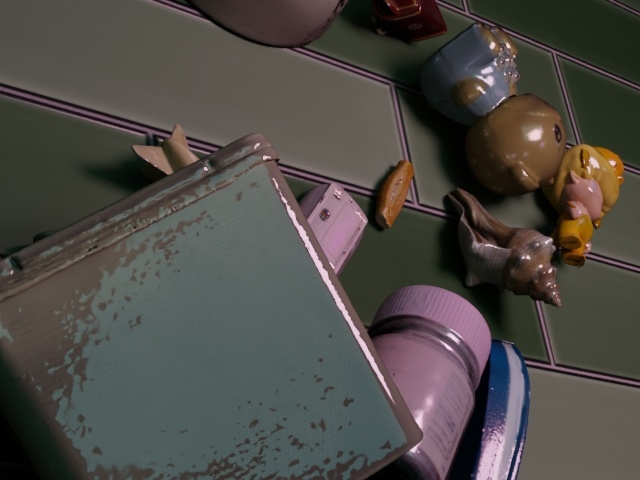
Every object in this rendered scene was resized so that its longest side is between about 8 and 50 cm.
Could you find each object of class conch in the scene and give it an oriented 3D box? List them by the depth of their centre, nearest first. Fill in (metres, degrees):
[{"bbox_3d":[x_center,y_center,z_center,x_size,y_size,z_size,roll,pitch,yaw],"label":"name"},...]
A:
[{"bbox_3d":[0.254,0.025,1.700,0.234,0.114,0.137,26,24,22],"label":"conch"}]

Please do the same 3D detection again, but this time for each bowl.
[{"bbox_3d":[-0.063,-0.470,1.674,0.354,0.185,0.353,23,50,-30],"label":"bowl"}]

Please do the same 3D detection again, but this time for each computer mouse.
[{"bbox_3d":[-0.001,0.001,1.517,0.102,0.045,0.199,46,37,-12],"label":"computer mouse"}]

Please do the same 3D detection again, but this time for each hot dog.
[{"bbox_3d":[0.103,-0.070,1.673,0.044,0.028,0.137,61,37,-32],"label":"hot dog"}]

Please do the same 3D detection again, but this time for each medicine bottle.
[{"bbox_3d":[0.097,0.192,1.391,0.165,0.165,0.273,43,41,-11],"label":"medicine bottle"}]

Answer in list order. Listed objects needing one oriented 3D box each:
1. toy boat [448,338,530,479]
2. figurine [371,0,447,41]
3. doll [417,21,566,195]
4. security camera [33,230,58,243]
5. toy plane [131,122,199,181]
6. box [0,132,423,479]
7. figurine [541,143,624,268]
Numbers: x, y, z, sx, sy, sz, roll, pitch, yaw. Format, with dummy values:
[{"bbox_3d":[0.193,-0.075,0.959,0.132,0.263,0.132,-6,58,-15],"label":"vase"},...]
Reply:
[{"bbox_3d":[0.218,0.234,1.528,0.062,0.096,0.299,31,43,-11],"label":"toy boat"},{"bbox_3d":[0.120,-0.359,1.828,0.154,0.098,0.082,15,54,-60],"label":"figurine"},{"bbox_3d":[0.271,-0.189,1.807,0.260,0.161,0.177,57,20,6],"label":"doll"},{"bbox_3d":[-0.276,0.041,1.248,0.058,0.058,0.092,10,70,-38],"label":"security camera"},{"bbox_3d":[-0.118,-0.024,1.398,0.256,0.104,0.242,45,26,1],"label":"toy plane"},{"bbox_3d":[-0.132,0.128,1.136,0.352,0.177,0.343,-28,86,-21],"label":"box"},{"bbox_3d":[0.413,-0.062,1.883,0.246,0.131,0.156,-63,144,-47],"label":"figurine"}]
